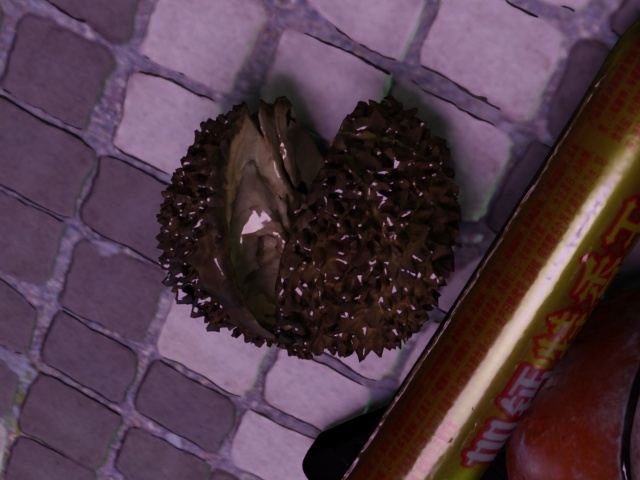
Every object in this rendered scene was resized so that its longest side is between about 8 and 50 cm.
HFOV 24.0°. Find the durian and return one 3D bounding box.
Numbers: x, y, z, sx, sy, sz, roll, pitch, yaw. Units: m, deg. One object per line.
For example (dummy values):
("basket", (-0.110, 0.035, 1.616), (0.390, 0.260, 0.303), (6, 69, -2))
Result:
("durian", (0.000, 0.000, 0.924), (0.196, 0.167, 0.196), (30, 157, 14))

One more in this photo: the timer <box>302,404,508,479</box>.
("timer", (0.092, 0.168, 1.072), (0.144, 0.055, 0.187), (47, 134, -14))

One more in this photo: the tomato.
("tomato", (0.199, 0.135, 0.937), (0.155, 0.181, 0.214), (-7, 123, 46))

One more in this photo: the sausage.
("sausage", (0.124, 0.025, 0.860), (0.082, 0.082, 0.372), (31, 107, -2))
